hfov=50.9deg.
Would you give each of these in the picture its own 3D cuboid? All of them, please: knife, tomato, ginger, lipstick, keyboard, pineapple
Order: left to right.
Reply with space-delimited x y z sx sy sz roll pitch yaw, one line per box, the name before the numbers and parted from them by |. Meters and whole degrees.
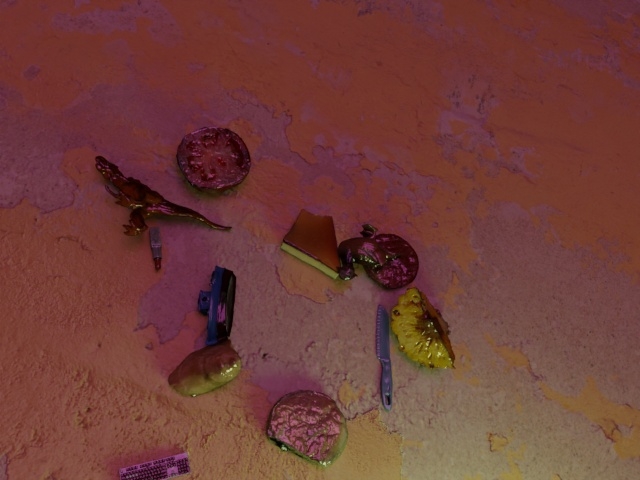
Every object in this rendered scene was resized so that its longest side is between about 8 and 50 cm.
keyboard | -0.400 0.556 1.626 0.165 0.017 0.055 -9 67 -20
lipstick | -0.455 0.026 1.867 0.030 0.030 0.129 -3 65 -17
ginger | -0.291 0.332 1.718 0.193 0.122 0.115 -26 86 -18
tomato | -0.320 -0.229 2.002 0.224 0.085 0.225 5 66 -10
knife | 0.180 0.328 1.909 0.044 0.019 0.313 6 61 -10
pineapple | 0.290 0.255 1.940 0.250 0.139 0.164 61 22 0

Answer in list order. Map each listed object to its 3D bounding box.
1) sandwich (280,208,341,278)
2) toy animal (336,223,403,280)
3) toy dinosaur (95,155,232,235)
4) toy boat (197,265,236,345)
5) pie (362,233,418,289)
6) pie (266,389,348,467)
sandwich | 0.000 0.000 1.994 0.192 0.058 0.163 31 60 0
toy animal | 0.140 0.050 1.949 0.188 0.089 0.179 17 64 4
toy dinosaur | -0.474 -0.089 1.870 0.432 0.097 0.208 33 27 -3
toy boat | -0.285 0.175 1.807 0.097 0.100 0.223 -4 61 12
pie | 0.212 0.062 2.029 0.182 0.050 0.183 7 61 -12
pie | -0.026 0.480 1.751 0.218 0.052 0.185 29 62 2
